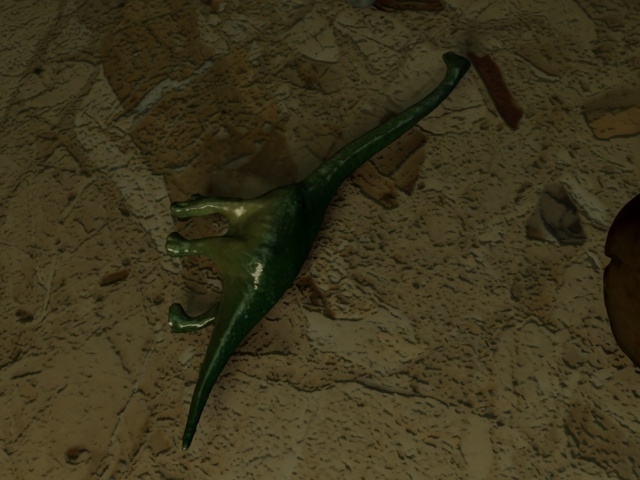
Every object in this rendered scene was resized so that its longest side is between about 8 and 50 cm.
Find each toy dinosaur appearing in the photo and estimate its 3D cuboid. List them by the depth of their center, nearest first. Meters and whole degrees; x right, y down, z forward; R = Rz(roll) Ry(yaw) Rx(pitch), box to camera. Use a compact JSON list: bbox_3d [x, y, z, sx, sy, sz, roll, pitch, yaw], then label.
[{"bbox_3d":[0.000,0.000,1.089,0.301,0.087,0.446,0,63,8],"label":"toy dinosaur"}]

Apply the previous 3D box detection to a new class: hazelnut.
[{"bbox_3d":[0.344,0.030,0.910,0.208,0.208,0.208,-7,59,12],"label":"hazelnut"}]

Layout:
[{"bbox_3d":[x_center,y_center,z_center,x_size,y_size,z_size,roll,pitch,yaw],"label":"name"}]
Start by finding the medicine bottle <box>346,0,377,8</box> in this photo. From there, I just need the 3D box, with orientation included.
[{"bbox_3d":[0.104,-0.365,1.253,0.217,0.090,0.090,-39,58,-9],"label":"medicine bottle"}]
